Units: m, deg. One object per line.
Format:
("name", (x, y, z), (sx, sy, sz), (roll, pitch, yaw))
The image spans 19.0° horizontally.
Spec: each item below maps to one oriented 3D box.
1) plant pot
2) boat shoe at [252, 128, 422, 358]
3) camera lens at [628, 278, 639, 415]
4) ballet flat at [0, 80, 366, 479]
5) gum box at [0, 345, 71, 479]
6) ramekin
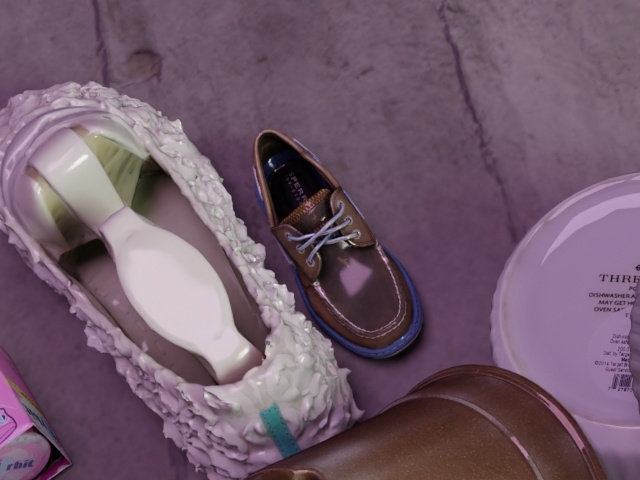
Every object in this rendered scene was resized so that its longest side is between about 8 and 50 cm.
("plant pot", (0.042, 0.163, 1.011), (0.167, 0.165, 0.167), (11, 106, 41))
("boat shoe", (0.000, 0.000, 1.232), (0.066, 0.066, 0.183), (-36, 54, -2))
("camera lens", (0.297, 0.062, 0.881), (0.219, 0.219, 0.274), (-47, 21, -11))
("ballet flat", (-0.115, -0.003, 1.238), (0.147, 0.147, 0.409), (-41, 54, -6))
("gum box", (-0.271, 0.151, 1.247), (0.188, 0.062, 0.107), (-36, 53, -2))
("ramekin", (0.194, 0.057, 1.094), (0.207, 0.109, 0.207), (-10, 57, 15))
